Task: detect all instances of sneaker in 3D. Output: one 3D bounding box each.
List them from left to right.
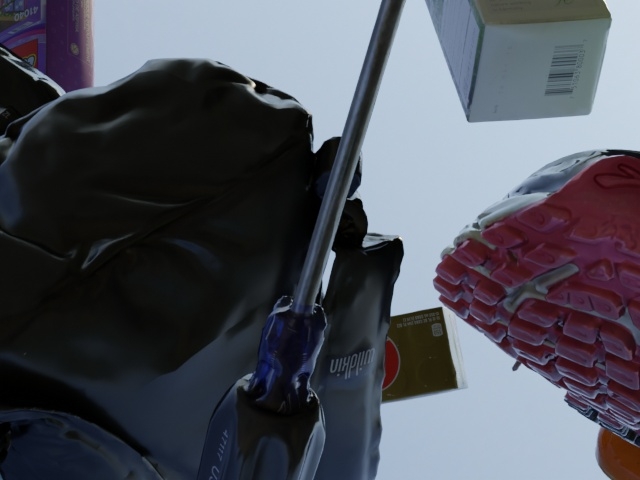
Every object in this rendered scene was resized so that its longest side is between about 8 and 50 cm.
[{"bbox_3d":[0.130,0.017,0.654,0.121,0.112,0.299,29,178,22],"label":"sneaker"}]

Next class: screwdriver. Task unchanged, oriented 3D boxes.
[{"bbox_3d":[0.000,0.000,0.344,0.024,0.170,0.025,13,-158,-7],"label":"screwdriver"}]

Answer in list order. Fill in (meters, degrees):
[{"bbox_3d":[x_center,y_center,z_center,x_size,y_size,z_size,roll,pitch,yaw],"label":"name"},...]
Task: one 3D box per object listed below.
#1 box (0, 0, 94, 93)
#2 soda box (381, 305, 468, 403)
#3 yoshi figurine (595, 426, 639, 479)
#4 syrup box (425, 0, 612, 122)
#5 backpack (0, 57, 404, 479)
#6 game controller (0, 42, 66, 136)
[{"bbox_3d":[-0.299,-0.146,1.366,0.057,0.293,0.201,28,-128,-50],"label":"box"},{"bbox_3d":[0.011,0.095,1.295,0.058,0.181,0.061,16,-117,-77],"label":"soda box"},{"bbox_3d":[0.284,-0.005,1.154,0.203,0.362,0.203,4,-141,-28],"label":"yoshi figurine"},{"bbox_3d":[0.128,-0.199,1.295,0.096,0.093,0.237,-5,-133,-9],"label":"syrup box"},{"bbox_3d":[-0.055,0.042,0.552,0.152,0.182,0.115,-27,-131,-15],"label":"backpack"},{"bbox_3d":[-0.284,-0.080,1.153,0.319,0.166,0.067,35,-169,38],"label":"game controller"}]
